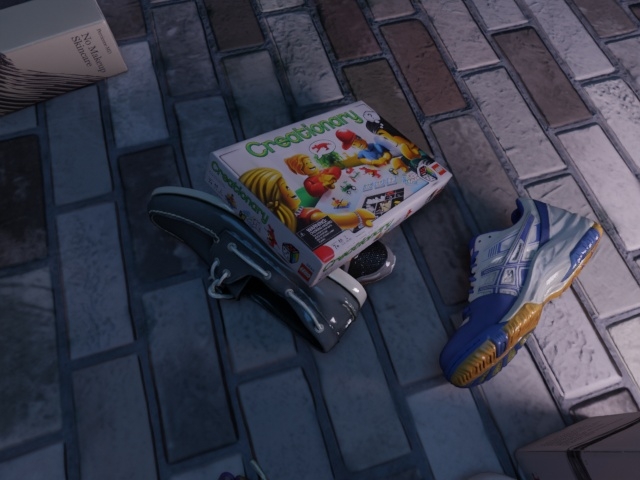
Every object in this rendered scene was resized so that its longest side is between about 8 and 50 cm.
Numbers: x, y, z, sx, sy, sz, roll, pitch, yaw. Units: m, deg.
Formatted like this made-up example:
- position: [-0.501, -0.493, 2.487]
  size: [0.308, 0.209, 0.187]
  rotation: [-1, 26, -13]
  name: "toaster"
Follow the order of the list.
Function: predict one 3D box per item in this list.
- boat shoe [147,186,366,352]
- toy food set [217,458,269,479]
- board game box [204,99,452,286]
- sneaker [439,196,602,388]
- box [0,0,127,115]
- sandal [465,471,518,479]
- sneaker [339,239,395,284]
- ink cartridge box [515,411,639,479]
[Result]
- position: [-0.099, 0.035, 0.582]
  size: [0.319, 0.116, 0.099]
  rotation: [28, 66, 4]
  name: "boat shoe"
- position: [-0.109, 0.313, 0.509]
  size: [0.122, 0.019, 0.078]
  rotation: [-37, 72, -16]
  name: "toy food set"
- position: [0.026, -0.085, 0.610]
  size: [0.193, 0.053, 0.305]
  rotation: [43, 47, 15]
  name: "board game box"
- position: [0.238, 0.061, 0.603]
  size: [0.296, 0.112, 0.131]
  rotation: [-41, 56, -19]
  name: "sneaker"
- position: [-0.468, -0.292, 0.714]
  size: [0.274, 0.113, 0.094]
  rotation: [-26, 70, -12]
  name: "box"
- position: [0.129, 0.435, 0.419]
  size: [0.169, 0.102, 0.417]
  rotation: [19, 67, 6]
  name: "sandal"
- position: [0.000, 0.000, 0.618]
  size: [0.214, 0.083, 0.084]
  rotation: [17, 65, 4]
  name: "sneaker"
- position: [0.340, 0.272, 0.388]
  size: [0.128, 0.307, 0.223]
  rotation: [-18, 68, -12]
  name: "ink cartridge box"
